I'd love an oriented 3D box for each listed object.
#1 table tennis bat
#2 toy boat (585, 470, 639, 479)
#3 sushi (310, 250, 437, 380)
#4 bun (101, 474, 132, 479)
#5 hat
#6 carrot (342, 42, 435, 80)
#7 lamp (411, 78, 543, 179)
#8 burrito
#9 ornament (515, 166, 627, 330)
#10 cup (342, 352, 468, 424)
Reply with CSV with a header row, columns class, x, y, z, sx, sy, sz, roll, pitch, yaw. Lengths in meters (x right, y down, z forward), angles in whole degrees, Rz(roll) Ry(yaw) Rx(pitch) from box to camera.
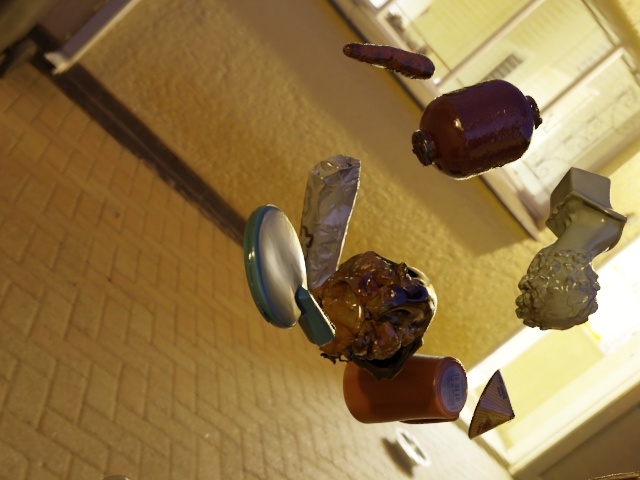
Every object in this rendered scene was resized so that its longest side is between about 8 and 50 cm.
class,x,y,z,sx,sy,sz,roll,pitch,yaw
table tennis bat,-0.030,0.049,0.800,0.201,0.033,0.124,60,28,-46
toy boat,0.350,0.409,1.137,0.121,0.321,0.089,96,-20,-63
sushi,0.080,0.117,1.269,0.213,0.199,0.204,15,-12,40
bun,-0.499,0.644,1.825,0.114,0.166,0.173,5,18,-9
hat,0.437,0.416,1.898,0.082,0.193,0.193,22,-2,26
carrot,0.088,-0.231,0.986,0.165,0.035,0.035,4,41,-42
lamp,0.301,-0.216,1.492,0.180,0.258,0.180,161,-90,-79
burrito,0.000,0.000,1.961,0.139,0.445,0.101,-3,23,-41
ornament,0.393,0.011,1.194,0.121,0.285,0.130,26,-25,6
cup,0.199,0.340,1.741,0.226,0.264,0.182,52,51,-28
